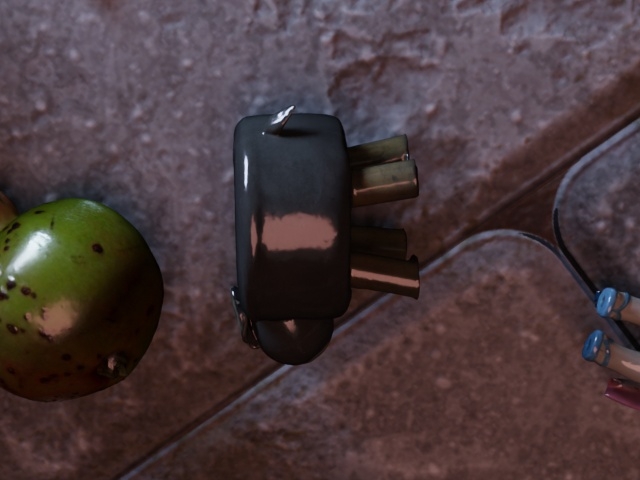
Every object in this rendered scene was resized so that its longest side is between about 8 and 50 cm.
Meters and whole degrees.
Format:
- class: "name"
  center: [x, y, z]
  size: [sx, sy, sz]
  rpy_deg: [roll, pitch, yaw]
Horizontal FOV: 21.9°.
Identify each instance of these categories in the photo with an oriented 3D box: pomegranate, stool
- class: "pomegranate"
  center: [-0.213, 0.032, 1.270]
  size: [0.205, 0.159, 0.159]
  rpy_deg: [45, 106, 13]
- class: "stool"
  center: [0.000, -0.007, 1.259]
  size: [0.139, 0.153, 0.228]
  rpy_deg: [-1, 153, -3]

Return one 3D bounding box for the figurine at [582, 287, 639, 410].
- class: "figurine"
  center: [0.338, 0.088, 1.318]
  size: [0.260, 0.103, 0.205]
  rpy_deg: [19, 73, -5]
